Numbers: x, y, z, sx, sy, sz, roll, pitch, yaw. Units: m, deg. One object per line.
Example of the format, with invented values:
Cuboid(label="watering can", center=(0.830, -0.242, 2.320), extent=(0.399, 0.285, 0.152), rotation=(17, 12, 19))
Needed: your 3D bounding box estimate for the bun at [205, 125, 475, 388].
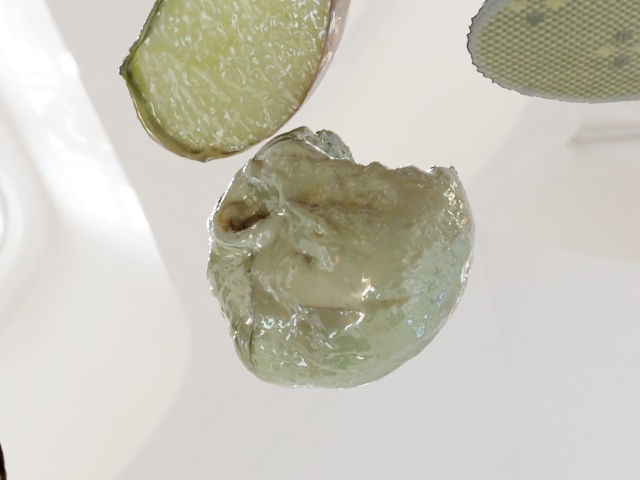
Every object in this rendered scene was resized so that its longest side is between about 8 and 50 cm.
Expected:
Cuboid(label="bun", center=(0.000, 0.000, 0.923), extent=(0.212, 0.126, 0.204), rotation=(-19, -123, 36))

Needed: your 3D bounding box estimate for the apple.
Cuboid(label="apple", center=(-0.063, -0.233, 1.198), extent=(0.179, 0.346, 0.254), rotation=(0, -131, -34))

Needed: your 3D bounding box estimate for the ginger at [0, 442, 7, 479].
Cuboid(label="ginger", center=(-0.328, 0.141, 1.058), extent=(0.107, 0.133, 0.309), rotation=(5, -141, -42))

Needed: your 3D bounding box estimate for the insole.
Cuboid(label="insole", center=(0.219, -0.107, 0.534), extent=(0.322, 0.109, 0.007), rotation=(-8, -128, 4))
